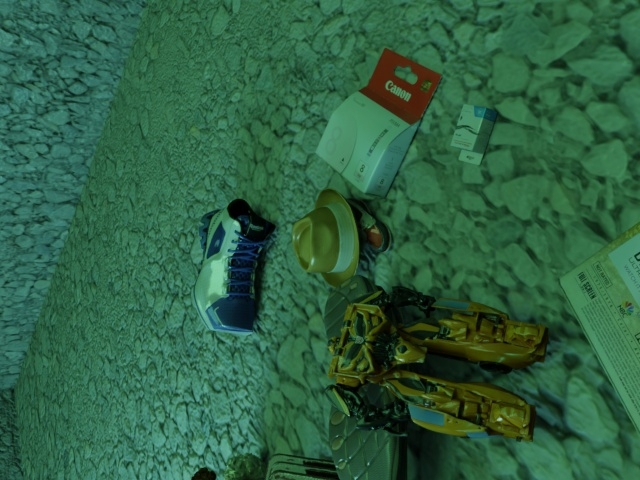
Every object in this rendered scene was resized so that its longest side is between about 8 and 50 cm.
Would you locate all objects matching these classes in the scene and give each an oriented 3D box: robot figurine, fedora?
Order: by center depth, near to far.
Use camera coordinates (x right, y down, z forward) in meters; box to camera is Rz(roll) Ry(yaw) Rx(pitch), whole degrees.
[{"bbox_3d":[0.140,0.157,0.849,0.291,0.085,0.211,7,64,23],"label":"robot figurine"},{"bbox_3d":[0.000,0.000,1.166,0.194,0.079,0.194,31,126,57],"label":"fedora"}]

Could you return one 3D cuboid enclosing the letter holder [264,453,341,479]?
[{"bbox_3d":[-0.043,0.508,1.012,0.215,0.152,0.301,-2,79,27],"label":"letter holder"}]

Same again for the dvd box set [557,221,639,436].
[{"bbox_3d":[0.457,0.050,0.587,0.420,0.062,0.307,-48,46,37],"label":"dvd box set"}]

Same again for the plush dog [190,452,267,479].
[{"bbox_3d":[-0.167,0.537,1.174,0.211,0.226,0.262,-10,74,53],"label":"plush dog"}]

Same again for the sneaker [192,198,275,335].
[{"bbox_3d":[-0.187,0.036,1.409,0.182,0.128,0.315,-37,52,46],"label":"sneaker"}]

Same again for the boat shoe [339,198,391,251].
[{"bbox_3d":[0.078,-0.028,1.136,0.049,0.043,0.137,-57,43,25],"label":"boat shoe"}]

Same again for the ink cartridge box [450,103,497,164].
[{"bbox_3d":[0.230,-0.161,0.975,0.048,0.028,0.083,28,105,53],"label":"ink cartridge box"}]

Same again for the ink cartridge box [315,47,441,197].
[{"bbox_3d":[0.095,-0.219,1.153,0.189,0.066,0.232,47,123,48],"label":"ink cartridge box"}]

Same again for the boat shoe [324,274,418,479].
[{"bbox_3d":[0.097,0.224,0.979,0.132,0.130,0.355,-29,53,43],"label":"boat shoe"}]
